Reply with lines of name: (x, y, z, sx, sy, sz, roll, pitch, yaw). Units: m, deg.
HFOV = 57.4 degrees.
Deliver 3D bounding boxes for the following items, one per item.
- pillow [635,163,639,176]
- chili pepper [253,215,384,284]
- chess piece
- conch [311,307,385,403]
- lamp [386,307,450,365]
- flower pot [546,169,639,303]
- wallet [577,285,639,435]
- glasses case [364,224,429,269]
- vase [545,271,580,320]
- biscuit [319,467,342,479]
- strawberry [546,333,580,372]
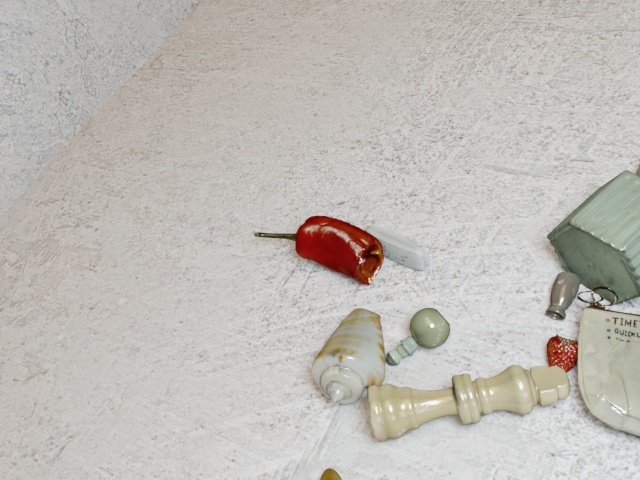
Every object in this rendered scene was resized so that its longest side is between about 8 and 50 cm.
pillow: (0.867, -0.137, 1.357, 0.270, 0.067, 0.173, 9, 52, 27)
chili pepper: (0.003, -0.001, 1.542, 0.338, 0.134, 0.131, 20, 80, 34)
chess piece: (0.298, 0.317, 1.184, 0.397, 0.117, 0.117, -13, 49, 10)
conch: (0.065, 0.249, 1.321, 0.158, 0.127, 0.255, -3, 51, 20)
lamp: (0.214, 0.223, 1.320, 0.163, 0.091, 0.091, -40, 48, 6)
flower pot: (0.638, -0.005, 1.244, 0.190, 0.209, 0.239, -38, 50, -11)
wallet: (0.647, 0.247, 1.109, 0.335, 0.068, 0.274, 13, 62, 17)
glasses case: (0.191, 0.018, 1.493, 0.197, 0.076, 0.049, 27, 64, 35)
vase: (0.532, 0.123, 1.288, 0.053, 0.053, 0.100, 16, 64, 31)
biscuit: (-0.010, 0.570, 1.144, 0.208, 0.047, 0.164, -40, 48, -12)
strawberry: (0.500, 0.236, 1.208, 0.073, 0.073, 0.083, 17, 97, 32)
